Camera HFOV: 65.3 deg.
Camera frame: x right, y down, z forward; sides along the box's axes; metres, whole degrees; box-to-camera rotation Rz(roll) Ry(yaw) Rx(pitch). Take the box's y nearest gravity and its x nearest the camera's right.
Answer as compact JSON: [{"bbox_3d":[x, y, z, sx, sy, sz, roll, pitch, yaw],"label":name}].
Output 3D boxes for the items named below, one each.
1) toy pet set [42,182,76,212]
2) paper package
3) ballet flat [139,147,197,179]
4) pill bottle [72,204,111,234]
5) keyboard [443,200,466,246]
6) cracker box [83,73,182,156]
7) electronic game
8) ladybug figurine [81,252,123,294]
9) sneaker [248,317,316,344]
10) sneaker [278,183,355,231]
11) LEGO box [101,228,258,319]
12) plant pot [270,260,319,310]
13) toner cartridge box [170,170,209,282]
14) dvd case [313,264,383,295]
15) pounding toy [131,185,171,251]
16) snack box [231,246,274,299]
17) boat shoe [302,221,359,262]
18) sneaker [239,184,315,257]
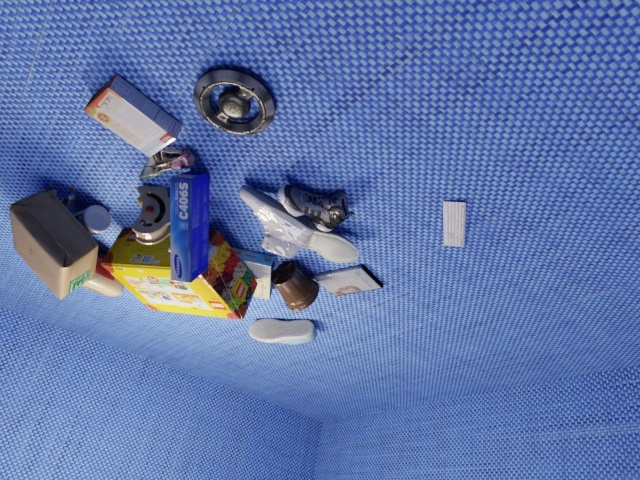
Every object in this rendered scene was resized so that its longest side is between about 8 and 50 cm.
[{"bbox_3d":[-1.009,-0.154,1.932,0.122,0.065,0.114,8,147,4],"label":"toy pet set"},{"bbox_3d":[-1.015,0.023,1.912,0.309,0.168,0.325,47,141,4],"label":"paper package"},{"bbox_3d":[-0.509,-0.260,1.637,0.222,0.077,0.079,-10,124,21],"label":"ballet flat"},{"bbox_3d":[-0.936,-0.071,1.992,0.187,0.112,0.112,-10,142,34],"label":"pill bottle"},{"bbox_3d":[0.460,-0.053,1.720,0.072,0.014,0.256,1,145,15],"label":"keyboard"},{"bbox_3d":[-0.554,-0.364,1.486,0.156,0.067,0.232,-19,136,38],"label":"cracker box"},{"bbox_3d":[-0.239,-0.380,1.389,0.229,0.048,0.229,6,145,4],"label":"electronic game"},{"bbox_3d":[-1.073,0.110,2.224,0.305,0.161,0.449,5,158,44],"label":"ladybug figurine"},{"bbox_3d":[-0.194,0.499,2.629,0.366,0.135,0.150,0,142,18],"label":"sneaker"},{"bbox_3d":[-0.004,-0.128,1.664,0.153,0.101,0.269,-21,141,38],"label":"sneaker"},{"bbox_3d":[-0.575,0.139,2.074,0.501,0.193,0.372,2,143,25],"label":"LEGO box"},{"bbox_3d":[-0.117,0.186,2.123,0.167,0.167,0.165,-12,133,31],"label":"plant pot"},{"bbox_3d":[-0.435,-0.050,1.672,0.075,0.165,0.347,7,105,8],"label":"toner cartridge box"},{"bbox_3d":[0.119,0.176,2.155,0.253,0.022,0.180,-14,139,33],"label":"dvd case"},{"bbox_3d":[-0.594,-0.054,1.794,0.154,0.269,0.154,-17,152,-19],"label":"pounding toy"},{"bbox_3d":[-0.305,0.153,2.202,0.187,0.060,0.322,12,147,0],"label":"snack box"},{"bbox_3d":[0.002,-0.004,1.854,0.305,0.091,0.109,19,116,-13],"label":"boat shoe"},{"bbox_3d":[-0.183,-0.053,1.724,0.293,0.108,0.169,34,110,-5],"label":"sneaker"}]
